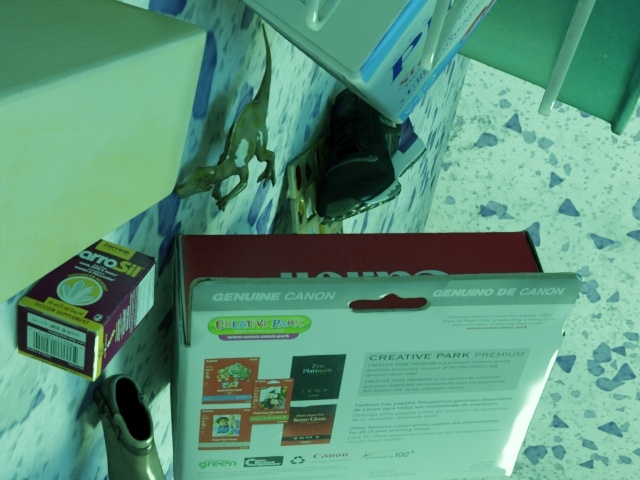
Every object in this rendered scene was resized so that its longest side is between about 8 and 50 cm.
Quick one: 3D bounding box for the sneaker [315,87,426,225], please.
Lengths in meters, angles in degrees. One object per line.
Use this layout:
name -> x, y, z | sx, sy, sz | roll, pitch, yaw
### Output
sneaker -> 0.038, -0.114, 1.335 | 0.124, 0.107, 0.283 | 65, 23, -14

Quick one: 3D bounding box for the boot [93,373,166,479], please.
boot -> -0.139, 0.159, 0.839 | 0.042, 0.118, 0.087 | -22, 165, -25

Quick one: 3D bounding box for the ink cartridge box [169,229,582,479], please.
ink cartridge box -> 0.032, 0.081, 0.940 | 0.130, 0.309, 0.272 | -101, -165, -44

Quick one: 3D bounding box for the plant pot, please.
plant pot -> 0.205, -0.318, 1.149 | 0.341, 0.334, 0.341 | 18, 90, -81

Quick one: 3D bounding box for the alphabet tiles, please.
alphabet tiles -> 0.000, 0.000, 1.347 | 0.198, 0.009, 0.237 | -49, 138, -67

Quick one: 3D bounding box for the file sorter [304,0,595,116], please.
file sorter -> 0.033, -0.214, 0.579 | 0.173, 0.277, 0.193 | 105, 9, -45

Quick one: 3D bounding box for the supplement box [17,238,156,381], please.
supplement box -> -0.144, 0.040, 0.694 | 0.083, 0.055, 0.043 | -60, 165, -53

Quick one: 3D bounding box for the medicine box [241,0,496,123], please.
medicine box -> 0.070, -0.247, 0.853 | 0.263, 0.149, 0.289 | -52, 173, 7

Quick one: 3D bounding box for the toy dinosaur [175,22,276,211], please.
toy dinosaur -> -0.060, -0.088, 0.932 | 0.093, 0.053, 0.183 | 91, 20, -56

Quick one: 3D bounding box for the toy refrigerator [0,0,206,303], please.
toy refrigerator -> -0.144, -0.034, 0.420 | 0.269, 0.102, 0.094 | -49, 156, -68
